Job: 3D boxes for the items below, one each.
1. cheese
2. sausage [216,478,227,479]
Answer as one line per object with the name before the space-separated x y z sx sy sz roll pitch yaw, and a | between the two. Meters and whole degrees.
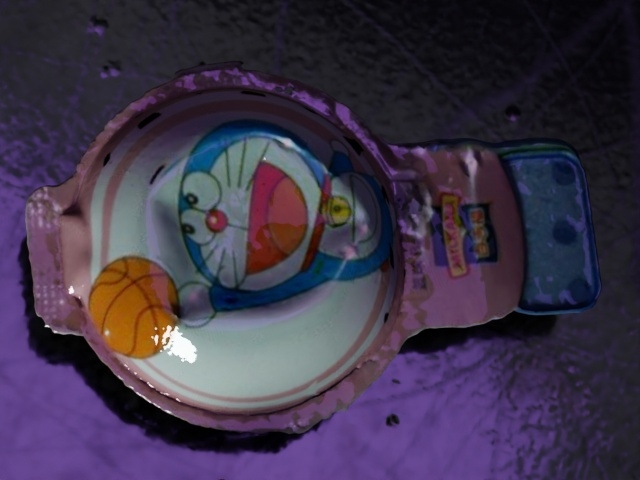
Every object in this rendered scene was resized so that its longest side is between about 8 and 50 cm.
cheese | 0.000 0.000 0.888 0.286 0.074 0.188 -3 78 -13
sausage | -0.102 0.249 0.795 0.093 0.093 0.312 25 72 -4
